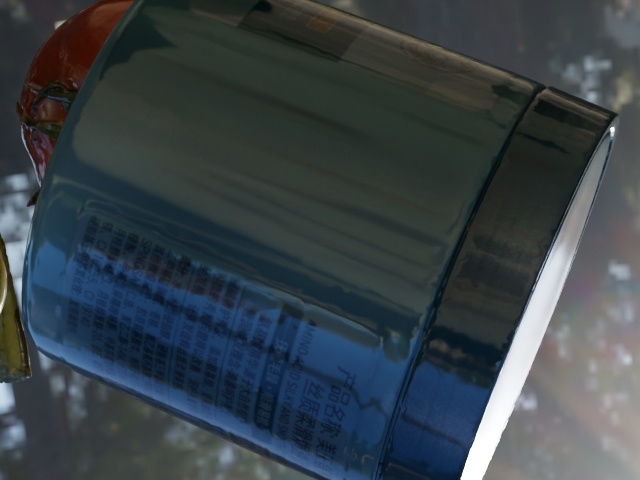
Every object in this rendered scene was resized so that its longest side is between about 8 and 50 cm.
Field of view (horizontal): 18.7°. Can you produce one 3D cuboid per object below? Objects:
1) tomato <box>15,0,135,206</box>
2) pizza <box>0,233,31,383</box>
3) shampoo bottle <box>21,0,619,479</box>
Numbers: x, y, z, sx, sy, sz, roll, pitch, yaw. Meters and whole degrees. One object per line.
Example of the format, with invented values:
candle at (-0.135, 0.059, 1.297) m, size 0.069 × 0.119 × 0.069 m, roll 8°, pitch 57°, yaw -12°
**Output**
tomato at (-0.161, -0.109, 1.851) m, size 0.256 × 0.256 × 0.224 m, roll 2°, pitch -165°, yaw 36°
pizza at (-0.306, 0.047, 1.720) m, size 0.080 × 0.204 × 0.188 m, roll -17°, pitch -166°, yaw 19°
shampoo bottle at (0.000, 0.000, 1.427) m, size 0.342 × 0.331 × 0.331 m, roll 21°, pitch -161°, yaw 10°
